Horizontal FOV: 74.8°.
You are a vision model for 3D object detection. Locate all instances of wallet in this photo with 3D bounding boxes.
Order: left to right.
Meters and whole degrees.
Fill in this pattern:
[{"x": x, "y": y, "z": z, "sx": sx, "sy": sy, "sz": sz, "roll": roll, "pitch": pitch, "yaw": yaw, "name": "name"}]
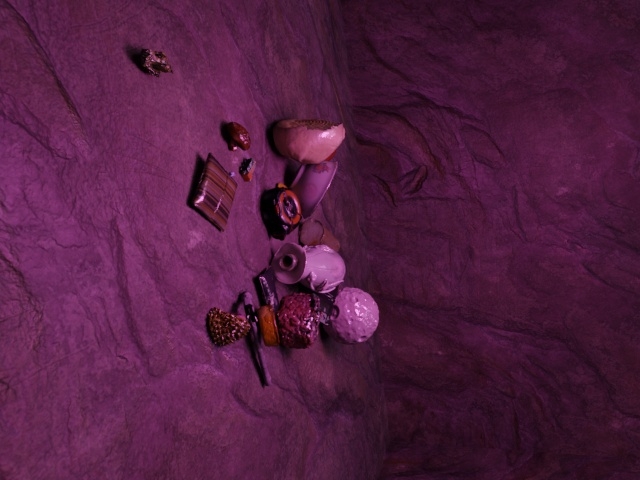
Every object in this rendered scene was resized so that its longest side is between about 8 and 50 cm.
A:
[{"x": -0.005, "y": 0.279, "z": 2.273, "sx": 0.247, "sy": 0.041, "sz": 0.322, "roll": 39, "pitch": 49, "yaw": -28, "name": "wallet"}]

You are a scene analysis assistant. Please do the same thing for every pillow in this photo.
[{"x": -0.371, "y": -0.170, "z": 1.501, "sx": 0.208, "sy": 0.052, "sz": 0.212, "roll": 52, "pitch": 43, "yaw": -58, "name": "pillow"}, {"x": -0.219, "y": 0.228, "z": 1.817, "sx": 0.141, "sy": 0.055, "sz": 0.208, "roll": -55, "pitch": 137, "yaw": -70, "name": "pillow"}]

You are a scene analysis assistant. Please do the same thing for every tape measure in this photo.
[{"x": -0.174, "y": -0.136, "z": 1.924, "sx": 0.202, "sy": 0.135, "sz": 0.222, "roll": -48, "pitch": 124, "yaw": -53, "name": "tape measure"}]

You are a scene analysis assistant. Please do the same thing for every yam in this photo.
[{"x": 0.000, "y": 0.000, "z": 2.330, "sx": 0.304, "sy": 0.168, "sz": 0.167, "roll": 44, "pitch": 44, "yaw": -60, "name": "yam"}]

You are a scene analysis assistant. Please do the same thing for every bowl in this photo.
[{"x": -0.063, "y": -0.294, "z": 2.160, "sx": 0.157, "sy": 0.345, "sz": 0.345, "roll": 29, "pitch": 43, "yaw": -11, "name": "bowl"}]

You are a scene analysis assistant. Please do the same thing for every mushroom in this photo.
[{"x": -0.323, "y": -0.411, "z": 1.657, "sx": 0.126, "sy": 0.085, "sz": 0.109, "roll": 45, "pitch": 43, "yaw": -68, "name": "mushroom"}]

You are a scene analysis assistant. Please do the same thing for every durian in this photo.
[{"x": -0.309, "y": 0.310, "z": 1.468, "sx": 0.186, "sy": 0.108, "sz": 0.118, "roll": 59, "pitch": 31, "yaw": -50, "name": "durian"}]

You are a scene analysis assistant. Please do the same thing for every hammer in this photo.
[{"x": -0.247, "y": 0.407, "z": 1.668, "sx": 0.152, "sy": 0.044, "sz": 0.426, "roll": -122, "pitch": -160, "yaw": -60, "name": "hammer"}]

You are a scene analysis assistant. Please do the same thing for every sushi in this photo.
[{"x": -0.086, "y": 0.378, "z": 1.979, "sx": 0.270, "sy": 0.171, "sz": 0.236, "roll": -72, "pitch": 150, "yaw": -57, "name": "sushi"}]

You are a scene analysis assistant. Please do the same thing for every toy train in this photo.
[{"x": -0.300, "y": -0.301, "z": 1.756, "sx": 0.064, "sy": 0.044, "sz": 0.103, "roll": 70, "pitch": 27, "yaw": -43, "name": "toy train"}]

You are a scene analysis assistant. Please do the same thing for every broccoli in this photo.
[{"x": -0.484, "y": -0.526, "z": 1.240, "sx": 0.096, "sy": 0.092, "sz": 0.095, "roll": 89, "pitch": 23, "yaw": -49, "name": "broccoli"}]

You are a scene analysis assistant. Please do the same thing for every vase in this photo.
[{"x": -0.048, "y": 0.130, "z": 2.040, "sx": 0.445, "sy": 0.250, "sz": 0.249, "roll": 18, "pitch": 68, "yaw": -61, "name": "vase"}]

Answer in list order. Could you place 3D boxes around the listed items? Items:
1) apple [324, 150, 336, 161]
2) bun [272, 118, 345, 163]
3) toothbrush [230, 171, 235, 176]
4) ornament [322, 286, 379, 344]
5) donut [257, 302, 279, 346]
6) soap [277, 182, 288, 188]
[{"x": -0.013, "y": -0.531, "z": 2.390, "sx": 0.162, "sy": 0.201, "sz": 0.201, "roll": 154, "pitch": -63, "yaw": -64, "name": "apple"}, {"x": -0.059, "y": -0.488, "z": 2.073, "sx": 0.364, "sy": 0.365, "sz": 0.202, "roll": -53, "pitch": 146, "yaw": -62, "name": "bun"}, {"x": -0.373, "y": -0.247, "z": 1.580, "sx": 0.193, "sy": 0.013, "sz": 0.019, "roll": -30, "pitch": 107, "yaw": -69, "name": "toothbrush"}, {"x": 0.164, "y": 0.437, "z": 2.426, "sx": 0.337, "sy": 0.338, "sz": 0.336, "roll": -6, "pitch": 90, "yaw": -70, "name": "ornament"}, {"x": -0.215, "y": 0.344, "z": 1.689, "sx": 0.162, "sy": 0.066, "sz": 0.178, "roll": 99, "pitch": -24, "yaw": -52, "name": "donut"}, {"x": -0.175, "y": -0.234, "z": 2.095, "sx": 0.168, "sy": 0.033, "sz": 0.089, "roll": 16, "pitch": 70, "yaw": -70, "name": "soap"}]
